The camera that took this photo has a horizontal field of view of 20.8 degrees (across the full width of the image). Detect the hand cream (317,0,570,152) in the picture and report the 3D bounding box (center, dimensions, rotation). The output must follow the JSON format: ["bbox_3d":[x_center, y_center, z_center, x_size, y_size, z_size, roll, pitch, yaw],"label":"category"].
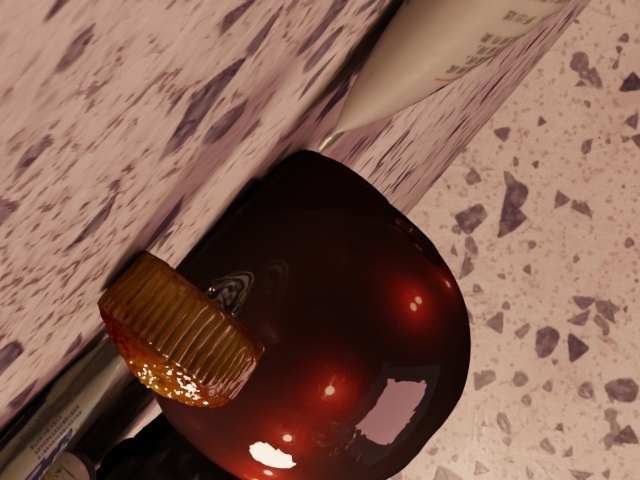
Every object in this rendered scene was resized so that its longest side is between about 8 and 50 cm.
[{"bbox_3d":[0.118,-0.160,0.943,0.314,0.089,0.140,-47,177,36],"label":"hand cream"}]

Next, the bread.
[{"bbox_3d":[-0.072,0.048,0.852,0.053,0.085,0.085,-51,176,-4],"label":"bread"}]

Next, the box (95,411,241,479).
[{"bbox_3d":[-0.138,0.204,1.345,0.350,0.091,0.359,-40,-178,34],"label":"box"}]

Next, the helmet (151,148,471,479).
[{"bbox_3d":[-0.007,0.060,1.077,0.216,0.193,0.189,26,109,-42],"label":"helmet"}]

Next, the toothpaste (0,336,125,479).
[{"bbox_3d":[-0.170,0.128,0.899,0.233,0.038,0.060,-50,-179,-39],"label":"toothpaste"}]

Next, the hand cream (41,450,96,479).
[{"bbox_3d":[-0.184,0.160,1.012,0.067,0.042,0.194,-49,172,18],"label":"hand cream"}]
